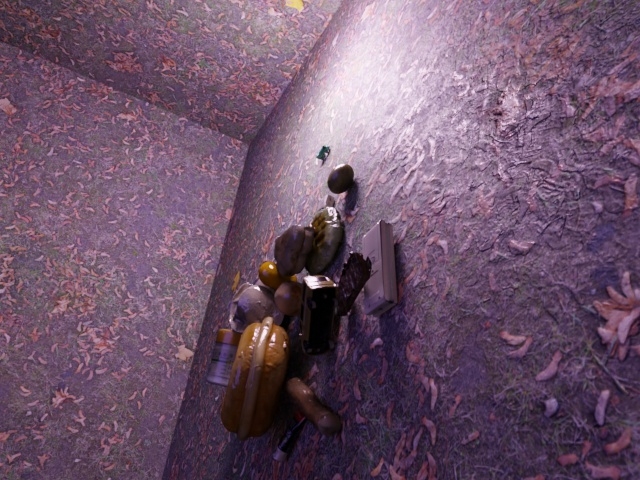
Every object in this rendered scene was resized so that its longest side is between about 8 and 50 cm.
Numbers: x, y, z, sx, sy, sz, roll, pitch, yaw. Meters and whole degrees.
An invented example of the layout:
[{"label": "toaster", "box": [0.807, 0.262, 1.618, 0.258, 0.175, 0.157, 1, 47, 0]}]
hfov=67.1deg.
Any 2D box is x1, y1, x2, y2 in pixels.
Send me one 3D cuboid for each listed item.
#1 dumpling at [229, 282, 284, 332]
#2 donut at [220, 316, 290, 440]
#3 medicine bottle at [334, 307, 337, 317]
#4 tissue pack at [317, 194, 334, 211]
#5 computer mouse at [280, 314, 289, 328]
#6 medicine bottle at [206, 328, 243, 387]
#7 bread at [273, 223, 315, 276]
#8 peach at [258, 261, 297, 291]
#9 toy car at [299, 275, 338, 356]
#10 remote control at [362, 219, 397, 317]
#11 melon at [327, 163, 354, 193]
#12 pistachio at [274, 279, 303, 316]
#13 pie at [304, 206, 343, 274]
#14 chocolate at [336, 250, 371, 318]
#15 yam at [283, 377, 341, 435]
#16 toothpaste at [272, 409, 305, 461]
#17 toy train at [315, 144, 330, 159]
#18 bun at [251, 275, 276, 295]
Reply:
[{"label": "dumpling", "box": [-0.287, 0.296, 2.038, 0.227, 0.175, 0.243, -42, 17, -18]}, {"label": "donut", "box": [-0.232, 0.498, 1.766, 0.449, 0.198, 0.448, -167, 90, -86]}, {"label": "medicine bottle", "box": [-0.003, 0.260, 1.703, 0.208, 0.054, 0.090, -44, 37, 48]}, {"label": "tissue pack", "box": [0.022, -0.153, 2.040, 0.083, 0.042, 0.062, -29, 43, 60]}, {"label": "computer mouse", "box": [-0.163, 0.344, 2.043, 0.079, 0.047, 0.135, -28, 34, 52]}, {"label": "medicine bottle", "box": [-0.352, 0.519, 2.083, 0.238, 0.238, 0.231, -25, 49, 62]}, {"label": "bread", "box": [-0.119, 0.049, 1.955, 0.337, 0.102, 0.183, 148, 132, -67]}, {"label": "peach", "box": [-0.185, 0.160, 2.086, 0.103, 0.179, 0.179, -59, 21, 3]}, {"label": "toy car", "box": [-0.014, 0.245, 1.571, 0.124, 0.101, 0.256, -135, 46, -58]}, {"label": "remote control", "box": [0.175, 0.080, 1.425, 0.103, 0.056, 0.277, -47, 33, 47]}, {"label": "melon", "box": [0.080, -0.243, 1.903, 0.098, 0.098, 0.130, -98, 31, -52]}, {"label": "pistachio", "box": [-0.115, 0.227, 1.905, 0.215, 0.144, 0.143, -15, 57, 63]}, {"label": "pie", "box": [0.000, 0.000, 1.922, 0.306, 0.071, 0.306, -54, 25, 39]}, {"label": "chocolate", "box": [0.095, 0.136, 1.449, 0.329, 0.065, 0.102, 105, 158, -61]}, {"label": "yam", "box": [-0.033, 0.515, 1.515, 0.357, 0.081, 0.081, 4, 75, 69]}, {"label": "toothpaste", "box": [-0.097, 0.643, 1.615, 0.193, 0.045, 0.071, -62, 21, 4]}, {"label": "toy train", "box": [0.013, -0.424, 2.313, 0.092, 0.045, 0.029, -54, 28, 42]}, {"label": "bun", "box": [-0.236, 0.219, 2.229, 0.173, 0.120, 0.173, -48, -12, -14]}]
